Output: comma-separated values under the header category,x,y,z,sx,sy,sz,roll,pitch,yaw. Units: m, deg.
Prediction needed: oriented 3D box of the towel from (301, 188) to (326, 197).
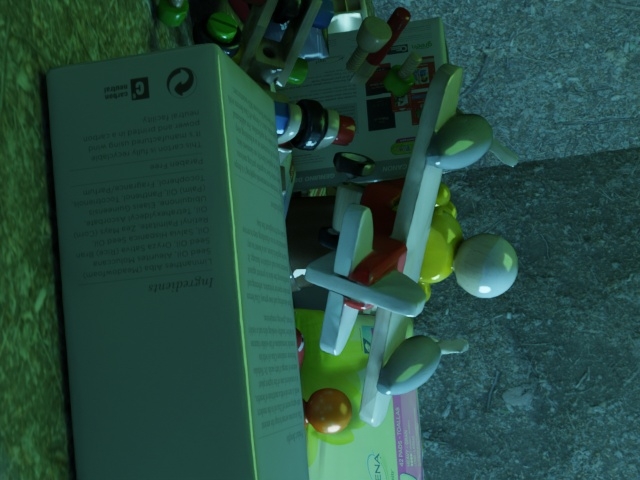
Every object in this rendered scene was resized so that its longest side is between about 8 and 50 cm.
category,x,y,z,sx,sy,sz,roll,pitch,yaw
towel,-0.014,-0.067,2.080,0.144,0.029,0.197,-73,160,-62

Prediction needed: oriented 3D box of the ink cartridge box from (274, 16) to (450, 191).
category,x,y,z,sx,sy,sz,roll,pitch,yaw
ink cartridge box,0.058,-0.190,1.812,0.130,0.309,0.272,60,26,-66

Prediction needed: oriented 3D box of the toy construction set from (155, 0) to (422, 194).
category,x,y,z,sx,sy,sz,roll,pitch,yaw
toy construction set,-0.041,-0.177,1.423,0.257,0.309,0.237,58,-39,18

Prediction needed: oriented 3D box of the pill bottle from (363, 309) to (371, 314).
category,x,y,z,sx,sy,sz,roll,pitch,yaw
pill bottle,0.061,0.041,2.102,0.119,0.119,0.209,-28,129,-79

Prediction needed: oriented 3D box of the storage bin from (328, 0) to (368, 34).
category,x,y,z,sx,sy,sz,roll,pitch,yaw
storage bin,-0.010,-0.496,2.013,0.262,0.123,0.260,-107,-176,-60

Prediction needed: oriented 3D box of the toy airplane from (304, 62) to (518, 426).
category,x,y,z,sx,sy,sz,roll,pitch,yaw
toy airplane,0.126,0.017,1.472,0.386,0.272,0.384,100,3,-64

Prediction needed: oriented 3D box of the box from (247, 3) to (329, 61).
category,x,y,z,sx,sy,sz,roll,pitch,yaw
box,-0.070,-0.472,1.554,0.395,0.097,0.318,-92,164,-49

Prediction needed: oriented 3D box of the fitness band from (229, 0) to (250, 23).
category,x,y,z,sx,sy,sz,roll,pitch,yaw
fitness band,-0.111,-0.450,1.774,0.291,0.054,0.209,36,48,-75

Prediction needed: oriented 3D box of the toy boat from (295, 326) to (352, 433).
category,x,y,z,sx,sy,sz,roll,pitch,yaw
toy boat,-0.034,0.221,1.456,0.151,0.151,0.231,59,26,-67

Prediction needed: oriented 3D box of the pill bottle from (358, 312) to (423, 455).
category,x,y,z,sx,sy,sz,roll,pitch,yaw
pill bottle,0.069,0.304,1.884,0.188,0.188,0.334,-80,161,-58

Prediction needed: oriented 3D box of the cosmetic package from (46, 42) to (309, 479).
category,x,y,z,sx,sy,sz,roll,pitch,yaw
cosmetic package,-0.120,0.074,1.039,0.230,0.161,0.453,29,55,-78

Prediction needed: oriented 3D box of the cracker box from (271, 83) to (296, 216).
category,x,y,z,sx,sy,sz,roll,pitch,yaw
cracker box,-0.097,-0.149,1.603,0.156,0.067,0.232,-80,159,-57

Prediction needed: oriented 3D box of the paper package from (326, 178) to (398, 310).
category,x,y,z,sx,sy,sz,roll,pitch,yaw
paper package,0.109,-0.048,2.330,0.325,0.168,0.310,-82,166,-66

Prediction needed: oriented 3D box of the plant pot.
category,x,y,z,sx,sy,sz,roll,pitch,yaw
plant pot,0.000,0.000,1.767,0.167,0.165,0.167,-6,90,-80

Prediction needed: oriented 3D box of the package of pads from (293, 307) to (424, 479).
category,x,y,z,sx,sy,sz,roll,pitch,yaw
package of pads,0.029,0.250,1.621,0.101,0.229,0.297,-29,-120,53

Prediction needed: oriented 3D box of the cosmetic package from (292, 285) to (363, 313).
category,x,y,z,sx,sy,sz,roll,pitch,yaw
cosmetic package,0.021,0.141,1.973,0.127,0.107,0.238,-79,163,-56
